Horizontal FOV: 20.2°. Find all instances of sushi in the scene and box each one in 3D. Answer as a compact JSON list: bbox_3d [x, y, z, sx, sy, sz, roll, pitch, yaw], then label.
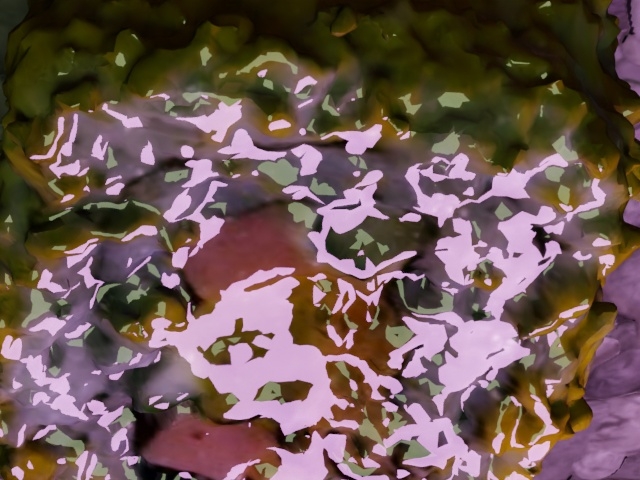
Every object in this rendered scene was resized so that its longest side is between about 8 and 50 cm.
[{"bbox_3d":[0.000,0.000,0.969,0.351,0.240,0.396,8,130,-7],"label":"sushi"}]
